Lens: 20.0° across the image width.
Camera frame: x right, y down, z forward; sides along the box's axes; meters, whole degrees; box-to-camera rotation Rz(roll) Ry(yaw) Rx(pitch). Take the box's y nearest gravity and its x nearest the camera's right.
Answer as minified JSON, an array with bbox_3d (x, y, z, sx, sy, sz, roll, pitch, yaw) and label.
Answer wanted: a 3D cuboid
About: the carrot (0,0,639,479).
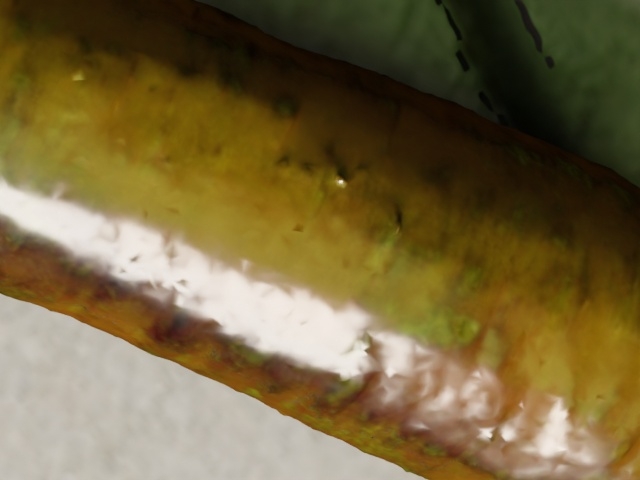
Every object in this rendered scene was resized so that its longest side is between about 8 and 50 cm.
[{"bbox_3d":[0.000,0.000,0.540,0.302,0.114,0.114,25,109,-14],"label":"carrot"}]
